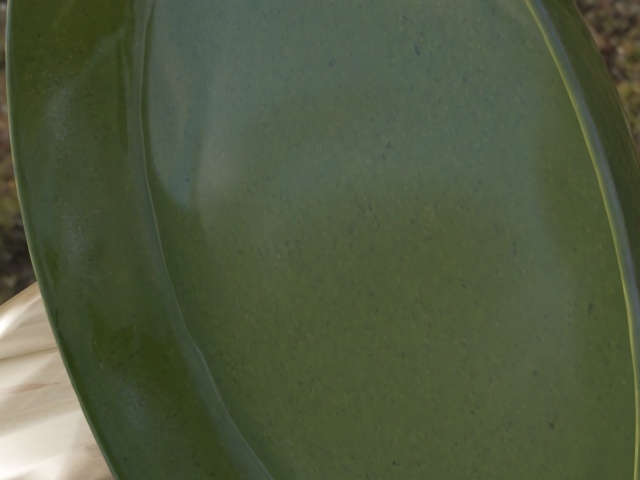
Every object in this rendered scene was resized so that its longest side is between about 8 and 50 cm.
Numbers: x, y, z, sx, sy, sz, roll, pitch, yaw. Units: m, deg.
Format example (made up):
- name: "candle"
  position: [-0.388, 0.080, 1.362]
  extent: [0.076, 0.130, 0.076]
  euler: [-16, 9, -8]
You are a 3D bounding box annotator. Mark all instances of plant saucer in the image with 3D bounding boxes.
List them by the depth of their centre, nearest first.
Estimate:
- name: "plant saucer"
  position: [0.000, 0.000, 0.437]
  extent: [0.037, 0.241, 0.241]
  euler: [-19, 24, -33]

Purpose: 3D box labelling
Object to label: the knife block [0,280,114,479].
- name: "knife block"
  position: [-0.165, 0.127, 0.732]
  extent: [0.242, 0.088, 0.276]
  euler: [-36, 24, -4]
